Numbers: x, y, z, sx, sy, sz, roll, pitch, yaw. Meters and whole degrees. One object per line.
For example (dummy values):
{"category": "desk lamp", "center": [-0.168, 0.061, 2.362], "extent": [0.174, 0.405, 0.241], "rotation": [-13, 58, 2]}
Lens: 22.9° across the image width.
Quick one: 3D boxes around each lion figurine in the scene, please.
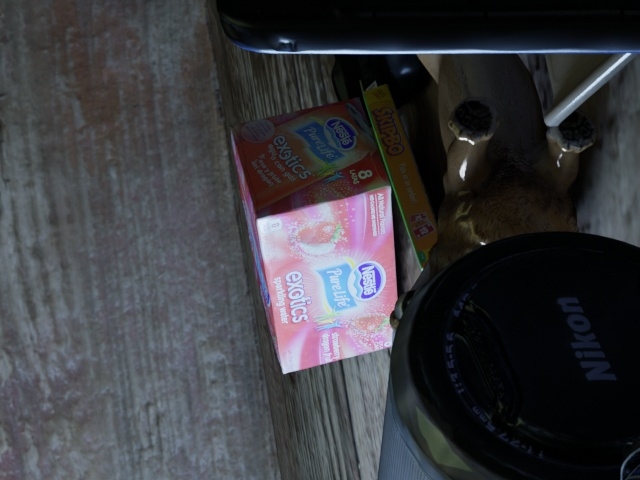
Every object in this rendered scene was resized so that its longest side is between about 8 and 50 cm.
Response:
{"category": "lion figurine", "center": [0.126, -0.109, 1.236], "extent": [0.240, 0.142, 0.392], "rotation": [92, 178, -65]}

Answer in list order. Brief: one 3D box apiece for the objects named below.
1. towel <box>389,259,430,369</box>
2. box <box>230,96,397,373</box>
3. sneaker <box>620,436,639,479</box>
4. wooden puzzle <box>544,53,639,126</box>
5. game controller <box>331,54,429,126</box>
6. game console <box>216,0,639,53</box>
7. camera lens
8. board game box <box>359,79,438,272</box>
{"category": "towel", "center": [0.103, 0.150, 1.422], "extent": [0.237, 0.037, 0.329], "rotation": [-54, -31, -53]}
{"category": "box", "center": [0.000, 0.000, 1.789], "extent": [0.300, 0.154, 0.142], "rotation": [84, 170, -52]}
{"category": "sneaker", "center": [0.214, 0.095, 0.801], "extent": [0.130, 0.147, 0.330], "rotation": [109, 152, -68]}
{"category": "wooden puzzle", "center": [0.182, -0.216, 1.014], "extent": [0.221, 0.044, 0.239], "rotation": [133, 134, -70]}
{"category": "game controller", "center": [0.056, -0.220, 1.708], "extent": [0.319, 0.067, 0.166], "rotation": [151, 97, -79]}
{"category": "game console", "center": [0.103, -0.220, 0.670], "extent": [0.173, 0.293, 0.250], "rotation": [72, -153, -44]}
{"category": "camera lens", "center": [0.146, 0.147, 1.007], "extent": [0.274, 0.219, 0.219], "rotation": [94, 165, -48]}
{"category": "board game box", "center": [0.092, -0.040, 1.590], "extent": [0.124, 0.039, 0.259], "rotation": [67, -177, -52]}
